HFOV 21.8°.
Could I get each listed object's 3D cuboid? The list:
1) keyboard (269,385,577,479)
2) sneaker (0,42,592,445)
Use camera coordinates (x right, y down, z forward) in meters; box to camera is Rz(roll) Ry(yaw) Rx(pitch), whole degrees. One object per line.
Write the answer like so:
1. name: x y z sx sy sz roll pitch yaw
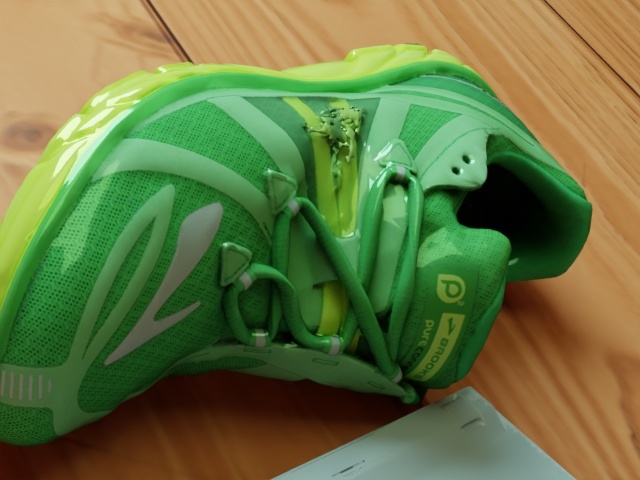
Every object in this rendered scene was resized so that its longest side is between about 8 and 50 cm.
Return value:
1. keyboard: -0.008 0.107 0.519 0.256 0.014 0.072 -19 55 -43
2. sneaker: 0.000 0.000 0.582 0.123 0.109 0.295 35 36 27
